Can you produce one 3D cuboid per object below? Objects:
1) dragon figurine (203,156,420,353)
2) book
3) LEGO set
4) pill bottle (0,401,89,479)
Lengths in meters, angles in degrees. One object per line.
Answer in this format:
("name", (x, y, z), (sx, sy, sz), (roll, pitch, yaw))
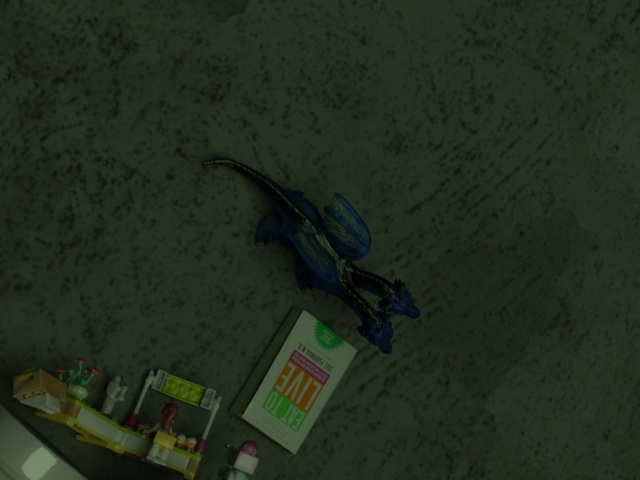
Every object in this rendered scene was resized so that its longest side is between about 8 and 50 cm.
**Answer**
("dragon figurine", (0.000, 0.000, 1.934), (0.085, 0.144, 0.289), (-43, 113, -18))
("book", (-0.030, 0.163, 2.002), (0.096, 0.035, 0.144), (38, 76, -30))
("LEGO set", (-0.200, 0.177, 1.864), (0.287, 0.132, 0.107), (27, 73, -21))
("pill bottle", (-0.372, 0.311, 1.699), (0.301, 0.169, 0.169), (-48, 114, -8))
